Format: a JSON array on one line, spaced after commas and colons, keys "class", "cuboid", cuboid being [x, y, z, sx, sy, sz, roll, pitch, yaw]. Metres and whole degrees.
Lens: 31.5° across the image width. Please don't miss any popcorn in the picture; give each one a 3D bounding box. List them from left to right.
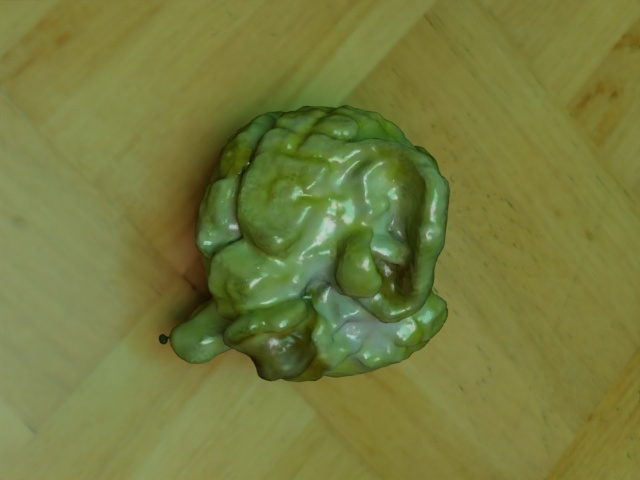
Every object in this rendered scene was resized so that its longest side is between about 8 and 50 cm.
[{"class": "popcorn", "cuboid": [0.000, 0.000, 0.564, 0.141, 0.162, 0.135, 5, 48, -48]}]
